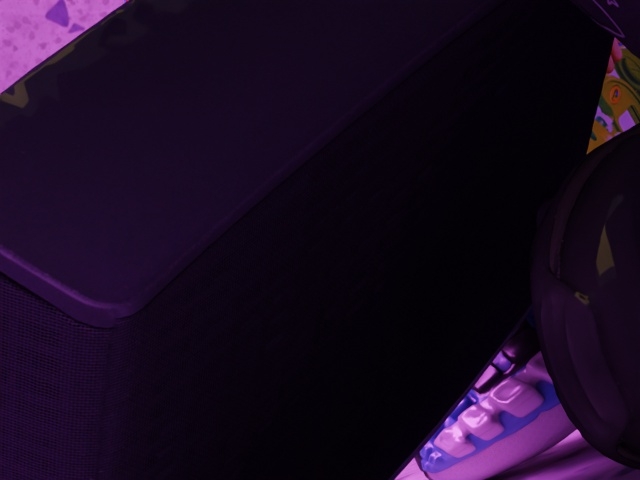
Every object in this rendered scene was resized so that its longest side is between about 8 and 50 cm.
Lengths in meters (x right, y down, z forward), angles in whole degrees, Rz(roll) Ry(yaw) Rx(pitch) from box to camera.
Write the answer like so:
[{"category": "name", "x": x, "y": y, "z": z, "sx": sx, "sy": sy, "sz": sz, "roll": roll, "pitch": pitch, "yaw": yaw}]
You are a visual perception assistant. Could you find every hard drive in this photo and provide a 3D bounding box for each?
[{"category": "hard drive", "x": 0.000, "y": 0.000, "z": 0.470, "sx": 0.254, "sy": 0.054, "sz": 0.172, "roll": -40, "pitch": -31, "yaw": -46}]

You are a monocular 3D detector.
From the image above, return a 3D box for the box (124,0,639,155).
[{"category": "box", "x": 0.072, "y": -0.081, "z": 0.838, "sx": 0.177, "sy": 0.279, "sz": 0.290, "roll": -21, "pitch": -1, "yaw": -28}]

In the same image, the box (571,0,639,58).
[{"category": "box", "x": 0.184, "y": -0.116, "z": 0.399, "sx": 0.247, "sy": 0.163, "sz": 0.142, "roll": -37, "pitch": -22, "yaw": -22}]

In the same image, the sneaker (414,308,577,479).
[{"category": "sneaker", "x": 0.112, "y": 0.020, "z": 0.593, "sx": 0.190, "sy": 0.083, "sz": 0.071, "roll": -41, "pitch": 27, "yaw": 12}]

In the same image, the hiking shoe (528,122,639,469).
[{"category": "hiking shoe", "x": 0.146, "y": -0.011, "z": 0.462, "sx": 0.227, "sy": 0.086, "sz": 0.114, "roll": -20, "pitch": -5, "yaw": -41}]
